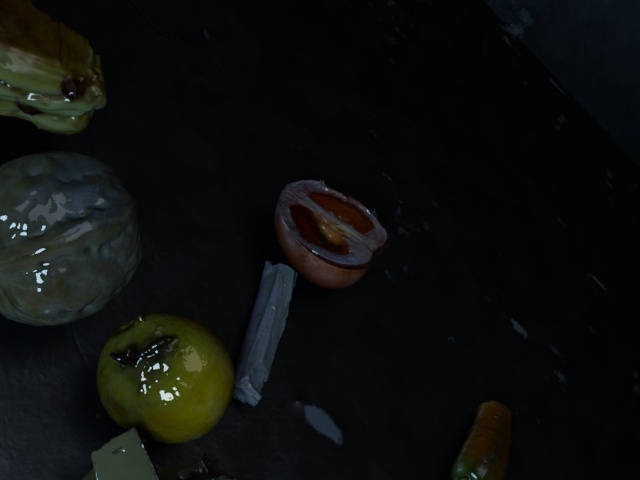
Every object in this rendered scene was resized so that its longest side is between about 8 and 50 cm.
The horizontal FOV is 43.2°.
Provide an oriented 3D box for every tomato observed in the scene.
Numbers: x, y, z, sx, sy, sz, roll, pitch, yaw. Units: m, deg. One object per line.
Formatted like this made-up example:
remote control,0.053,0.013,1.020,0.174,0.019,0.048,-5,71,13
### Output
tomato,0.000,0.000,1.344,0.199,0.112,0.228,39,31,11

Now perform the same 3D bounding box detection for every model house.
model house,-0.165,0.280,0.878,0.181,0.248,0.176,-13,69,-47

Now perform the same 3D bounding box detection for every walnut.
walnut,-0.330,-0.003,0.991,0.224,0.224,0.224,23,47,-28

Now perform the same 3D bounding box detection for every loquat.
loquat,-0.190,0.178,1.008,0.172,0.204,0.149,8,48,17

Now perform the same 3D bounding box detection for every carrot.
carrot,0.278,0.351,1.350,0.087,0.087,0.193,49,39,-1

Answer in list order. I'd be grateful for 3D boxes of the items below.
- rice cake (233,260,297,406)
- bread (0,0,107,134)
rice cake,-0.086,0.129,1.217,0.055,0.049,0.269,51,35,-34
bread,-0.485,-0.294,1.078,0.370,0.191,0.314,18,39,-42
